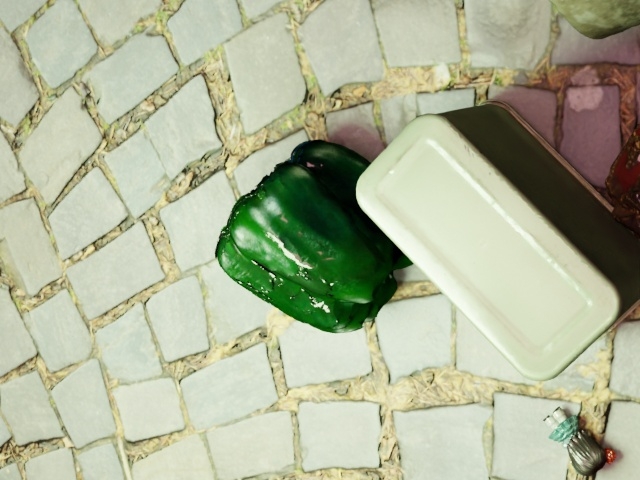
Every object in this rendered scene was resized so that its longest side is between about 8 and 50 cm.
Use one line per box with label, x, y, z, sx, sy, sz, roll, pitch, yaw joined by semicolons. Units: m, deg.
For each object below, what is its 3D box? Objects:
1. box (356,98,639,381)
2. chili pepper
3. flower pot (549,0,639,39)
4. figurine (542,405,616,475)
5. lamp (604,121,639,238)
box;0.250;-0.013;1.566;0.352;0.344;0.177;47;110;11
chili pepper;0.000;0.000;1.742;0.257;0.248;0.233;39;137;8
flower pot;0.417;-0.420;1.488;0.330;0.294;0.293;-33;84;31
figurine;0.362;0.281;1.723;0.060;0.047;0.106;-35;73;-13
lamp;0.476;-0.118;1.542;0.177;0.177;0.274;32;96;16
